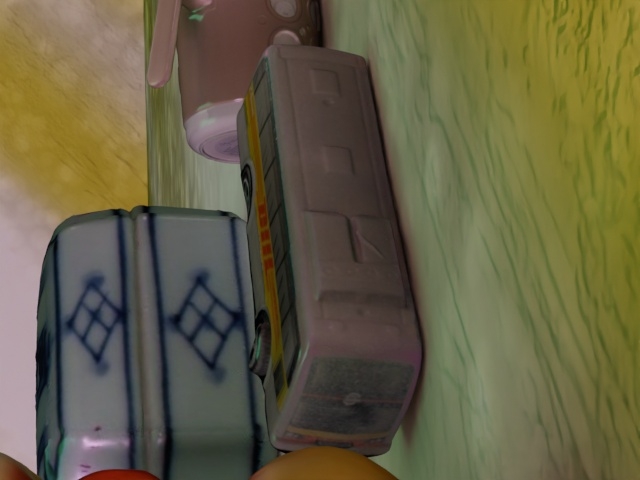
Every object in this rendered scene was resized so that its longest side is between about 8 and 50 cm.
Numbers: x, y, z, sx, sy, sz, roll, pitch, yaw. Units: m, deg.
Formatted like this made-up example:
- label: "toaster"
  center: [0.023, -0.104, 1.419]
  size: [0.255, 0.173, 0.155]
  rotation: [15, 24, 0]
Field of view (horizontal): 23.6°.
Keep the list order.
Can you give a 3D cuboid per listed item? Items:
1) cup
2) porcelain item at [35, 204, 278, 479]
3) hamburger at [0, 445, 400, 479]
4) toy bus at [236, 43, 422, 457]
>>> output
- label: "cup"
  center: [-0.038, -0.096, 0.752]
  size: [0.102, 0.074, 0.099]
  rotation: [46, -143, -73]
- label: "porcelain item"
  center: [-0.122, 0.138, 1.088]
  size: [0.281, 0.157, 0.286]
  rotation: [102, 163, -51]
- label: "hamburger"
  center: [-0.020, 0.164, 0.342]
  size: [0.303, 0.186, 0.261]
  rotation: [85, 180, -61]
- label: "toy bus"
  center: [0.000, 0.000, 0.611]
  size: [0.072, 0.057, 0.172]
  rotation: [112, 157, -46]
